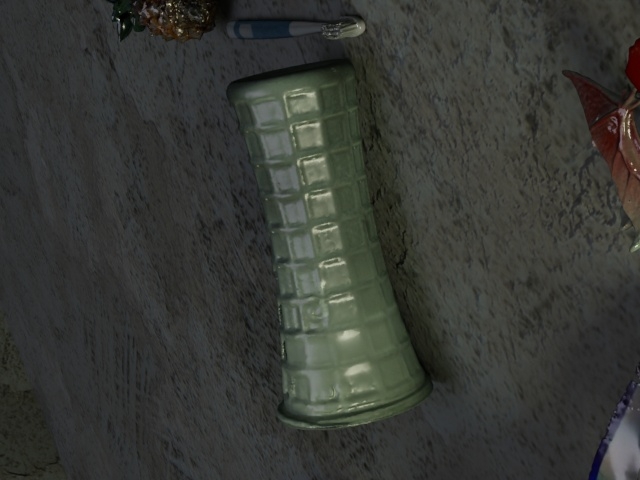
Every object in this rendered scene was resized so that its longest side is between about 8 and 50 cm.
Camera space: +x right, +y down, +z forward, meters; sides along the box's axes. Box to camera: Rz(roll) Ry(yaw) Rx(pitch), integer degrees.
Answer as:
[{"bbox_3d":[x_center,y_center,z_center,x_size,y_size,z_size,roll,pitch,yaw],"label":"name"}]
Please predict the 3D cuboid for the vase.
[{"bbox_3d":[0.000,0.000,1.197,0.143,0.143,0.299,9,113,64],"label":"vase"}]

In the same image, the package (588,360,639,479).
[{"bbox_3d":[0.228,0.191,0.868,0.194,0.071,0.269,-134,48,-58],"label":"package"}]

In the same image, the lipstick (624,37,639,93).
[{"bbox_3d":[0.256,-0.006,0.696,0.280,0.073,0.073,59,155,26],"label":"lipstick"}]

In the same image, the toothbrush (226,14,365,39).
[{"bbox_3d":[-0.033,-0.191,1.259,0.275,0.025,0.019,16,123,63],"label":"toothbrush"}]

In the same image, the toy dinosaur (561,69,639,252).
[{"bbox_3d":[0.214,-0.026,0.826,0.220,0.032,0.108,50,147,22],"label":"toy dinosaur"}]

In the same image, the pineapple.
[{"bbox_3d":[-0.166,-0.249,1.438,0.221,0.083,0.103,34,137,58],"label":"pineapple"}]
